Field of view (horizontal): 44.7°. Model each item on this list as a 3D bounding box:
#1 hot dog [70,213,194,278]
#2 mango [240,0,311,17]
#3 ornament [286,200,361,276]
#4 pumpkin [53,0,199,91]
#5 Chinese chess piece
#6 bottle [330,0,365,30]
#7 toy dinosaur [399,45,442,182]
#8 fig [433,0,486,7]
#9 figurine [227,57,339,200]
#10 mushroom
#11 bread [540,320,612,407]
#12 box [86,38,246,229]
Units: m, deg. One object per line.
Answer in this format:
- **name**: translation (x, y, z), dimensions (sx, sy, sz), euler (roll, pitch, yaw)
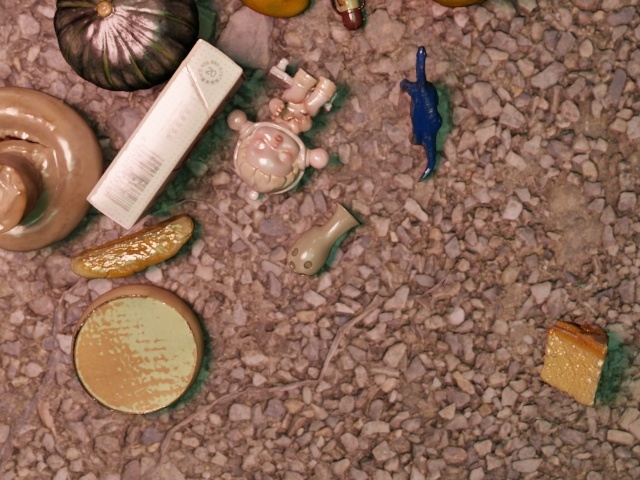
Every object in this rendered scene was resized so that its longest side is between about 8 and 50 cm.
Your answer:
- **hot dog**: translation (-0.345, 0.022, 1.460), dimensions (0.243, 0.084, 0.073), euler (-21, 99, -2)
- **mango**: translation (-0.097, -0.462, 1.401), dimensions (0.111, 0.089, 0.163), euler (-43, 107, 2)
- **ornament**: translation (0.000, 0.000, 1.489), dimensions (0.156, 0.075, 0.081), euler (-47, 54, 3)
- **pumpkin**: translation (-0.326, -0.370, 1.345), dimensions (0.250, 0.216, 0.249), euler (-6, 74, 20)
- **Chinese chess piece**: translation (-0.346, 0.207, 1.479), dimensions (0.250, 0.103, 0.249), euler (-1, 98, -5)
- **bottle**: translation (0.053, -0.438, 1.435), dimensions (0.047, 0.063, 0.101), euler (-22, 104, -29)
- **toy dinosaur**: translation (0.188, -0.222, 1.409), dimensions (0.075, 0.188, 0.247), euler (-4, 100, 4)
- **fig**: translation (0.209, -0.575, 1.299), dimensions (0.343, 0.343, 0.343), euler (-1, 99, -4)
- **figurine**: translation (-0.080, -0.193, 1.428), dimensions (0.182, 0.144, 0.256), euler (29, 94, -28)
- **mushroom**: translation (-0.528, -0.119, 1.319), dimensions (0.293, 0.290, 0.292), euler (0, 100, -2)
- **bread**: translation (0.509, 0.238, 1.525), dimensions (0.127, 0.152, 0.147), euler (10, 98, 5)
- **box**: translation (-0.261, -0.187, 1.368), dimensions (0.095, 0.210, 0.330), euler (35, 95, -8)
